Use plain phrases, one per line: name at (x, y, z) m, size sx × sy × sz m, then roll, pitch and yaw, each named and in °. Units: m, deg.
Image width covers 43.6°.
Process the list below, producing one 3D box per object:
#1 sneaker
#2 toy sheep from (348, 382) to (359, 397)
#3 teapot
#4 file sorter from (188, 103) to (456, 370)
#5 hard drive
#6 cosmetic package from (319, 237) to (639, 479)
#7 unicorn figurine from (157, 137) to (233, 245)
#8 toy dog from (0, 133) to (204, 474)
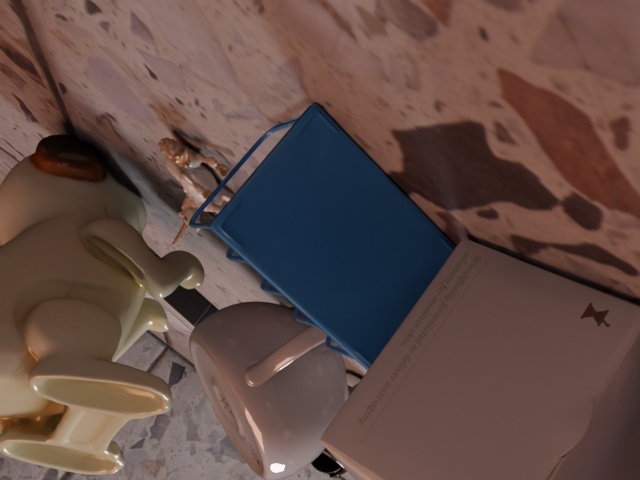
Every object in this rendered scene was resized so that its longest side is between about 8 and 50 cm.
sneaker at (0.031, 0.323, 1.341) m, size 0.104 × 0.147 × 0.296 m, roll 31°, pitch 163°, yaw 14°
toy sheep at (0.080, 0.235, 1.129) m, size 0.132 × 0.091 × 0.091 m, roll 28°, pitch 161°, yaw 12°
teapot at (-0.046, 0.176, 1.064) m, size 0.256 × 0.187 × 0.253 m, roll 33°, pitch 145°, yaw 55°
file sorter at (0.000, 0.000, 0.631) m, size 0.170 × 0.118 × 0.104 m, roll 43°, pitch 166°, yaw -18°
hard drive at (-0.352, 0.071, 1.597) m, size 0.339 × 0.064 × 0.236 m, roll 47°, pitch 160°, yaw -26°
cosmetic package at (0.167, 0.192, 0.657) m, size 0.155 × 0.197 × 0.366 m, roll 25°, pitch 157°, yaw 38°
unicorn figurine at (-0.129, -0.053, 0.864) m, size 0.111 × 0.060 × 0.162 m, roll 25°, pitch 142°, yaw 37°
toy dog at (-0.364, 0.062, 1.084) m, size 0.395 × 0.408 × 0.285 m, roll 12°, pitch 139°, yaw -14°
